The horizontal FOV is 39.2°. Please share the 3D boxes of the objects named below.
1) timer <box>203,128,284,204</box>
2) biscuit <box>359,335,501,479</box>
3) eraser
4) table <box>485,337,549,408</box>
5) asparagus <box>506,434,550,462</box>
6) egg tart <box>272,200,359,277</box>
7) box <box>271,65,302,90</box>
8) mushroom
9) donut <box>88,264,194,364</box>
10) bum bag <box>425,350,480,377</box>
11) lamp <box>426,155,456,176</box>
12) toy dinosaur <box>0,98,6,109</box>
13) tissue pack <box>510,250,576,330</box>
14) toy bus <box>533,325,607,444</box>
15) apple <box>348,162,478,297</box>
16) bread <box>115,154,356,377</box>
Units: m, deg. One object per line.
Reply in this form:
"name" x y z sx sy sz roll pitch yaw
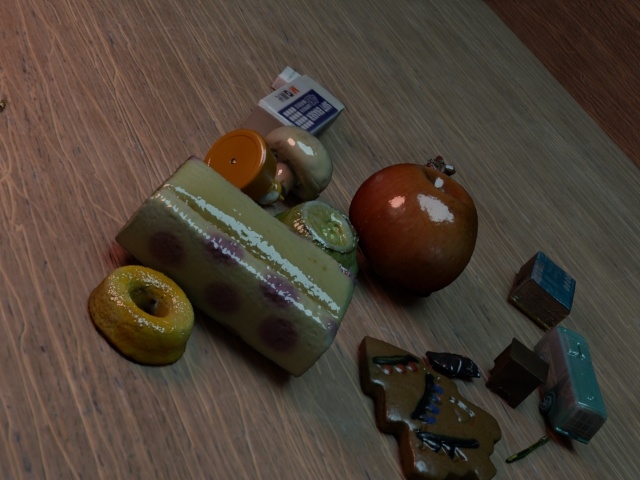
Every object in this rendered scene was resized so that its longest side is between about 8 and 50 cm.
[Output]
"timer" -0.117 -0.108 1.611 0.152 0.132 0.132 40 17 -53
"biscuit" 0.165 0.267 1.439 0.301 0.043 0.278 47 30 16
"eraser" -0.052 -0.262 1.912 0.124 0.081 0.279 39 29 2
"table" 0.357 0.245 1.647 0.083 0.082 0.070 38 29 0
"asparagus" 0.364 0.361 1.562 0.166 0.013 0.016 -6 62 -51
"egg tart" 0.000 0.000 1.603 0.197 0.078 0.197 26 33 -19
"box" -0.033 -0.337 2.085 0.154 0.040 0.084 36 26 -6
"mushroom" -0.051 -0.141 1.700 0.154 0.154 0.122 41 70 6
"donut" -0.237 0.096 1.223 0.152 0.058 0.152 26 30 -16
"bum bag" 0.239 0.220 1.600 0.124 0.034 0.058 10 26 -41
"lamp" 0.296 -0.182 2.244 0.063 0.031 0.083 46 33 17
"toy dinosaur" -0.521 -0.214 1.371 0.041 0.026 0.113 57 21 1
"tissue pack" 0.494 0.111 1.991 0.120 0.082 0.169 40 29 1
"toy bus" 0.474 0.272 1.721 0.091 0.109 0.261 25 30 -12
"apple" 0.179 -0.030 1.696 0.251 0.206 0.272 47 21 4
"bread" -0.121 0.037 1.335 0.338 0.155 0.187 38 37 -5
